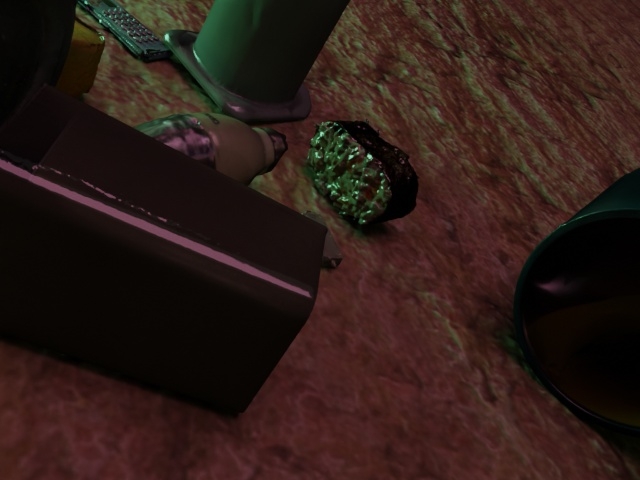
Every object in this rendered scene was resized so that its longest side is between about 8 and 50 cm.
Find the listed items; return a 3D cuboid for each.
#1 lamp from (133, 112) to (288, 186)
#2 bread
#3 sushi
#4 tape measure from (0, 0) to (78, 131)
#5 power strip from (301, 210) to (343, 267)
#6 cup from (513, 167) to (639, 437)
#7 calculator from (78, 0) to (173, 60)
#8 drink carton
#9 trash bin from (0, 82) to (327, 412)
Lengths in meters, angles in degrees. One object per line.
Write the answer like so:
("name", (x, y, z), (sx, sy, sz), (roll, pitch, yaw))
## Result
("lamp", (-0.138, -0.077, 0.712), (0.250, 0.101, 0.101), (-15, 55, -41))
("bread", (-0.347, -0.239, 0.771), (0.245, 0.094, 0.102), (34, 27, 4))
("sushi", (0.048, -0.082, 0.858), (0.078, 0.090, 0.150), (-6, 48, -44))
("tape measure", (-0.311, -0.158, 0.560), (0.147, 0.256, 0.275), (29, 9, 1))
("power strip", (0.000, 0.000, 0.785), (0.027, 0.017, 0.083), (2, 44, -32))
("cup", (0.409, 0.059, 0.805), (0.308, 0.242, 0.292), (30, 31, 22))
("calculator", (-0.270, -0.293, 0.950), (0.172, 0.018, 0.057), (42, 36, 18))
("drink carton", (-0.066, -0.287, 0.937), (0.191, 0.190, 0.185), (-11, 50, -48))
("trash bin", (-0.137, 0.019, 0.552), (0.240, 0.164, 0.122), (25, 37, -12))
